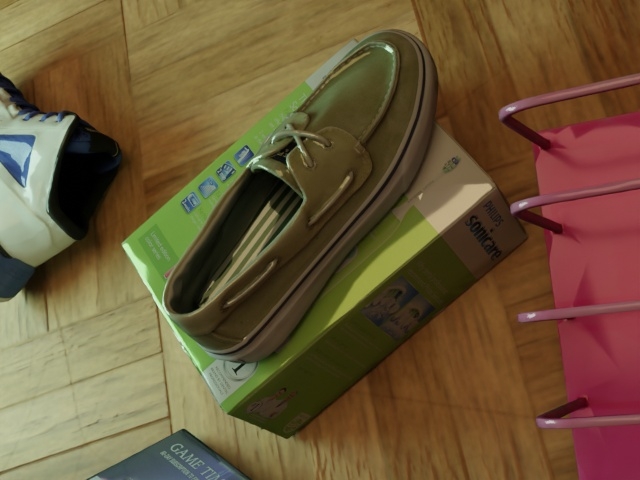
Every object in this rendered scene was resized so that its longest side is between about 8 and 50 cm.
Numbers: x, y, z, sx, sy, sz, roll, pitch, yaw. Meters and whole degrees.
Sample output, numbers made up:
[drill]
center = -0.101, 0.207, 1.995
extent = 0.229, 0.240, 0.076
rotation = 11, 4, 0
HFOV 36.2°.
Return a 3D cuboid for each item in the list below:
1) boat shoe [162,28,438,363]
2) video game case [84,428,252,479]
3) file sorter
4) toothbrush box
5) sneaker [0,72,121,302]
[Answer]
[boat shoe]
center = -0.009, -0.042, 0.757
extent = 0.109, 0.094, 0.302
rotation = 27, 83, 30
[video game case]
center = -0.180, 0.250, 0.768
extent = 0.274, 0.026, 0.196
rotation = -23, 23, -28
[file sorter]
center = 0.240, 0.039, 0.647
extent = 0.202, 0.182, 0.290
rotation = -10, 83, 25
[toothbrush box]
center = 0.000, 0.000, 0.862
extent = 0.283, 0.122, 0.206
rotation = -42, 58, 6
[sneaker]
center = -0.315, -0.105, 1.068
extent = 0.182, 0.127, 0.315
rotation = -26, 67, 10
